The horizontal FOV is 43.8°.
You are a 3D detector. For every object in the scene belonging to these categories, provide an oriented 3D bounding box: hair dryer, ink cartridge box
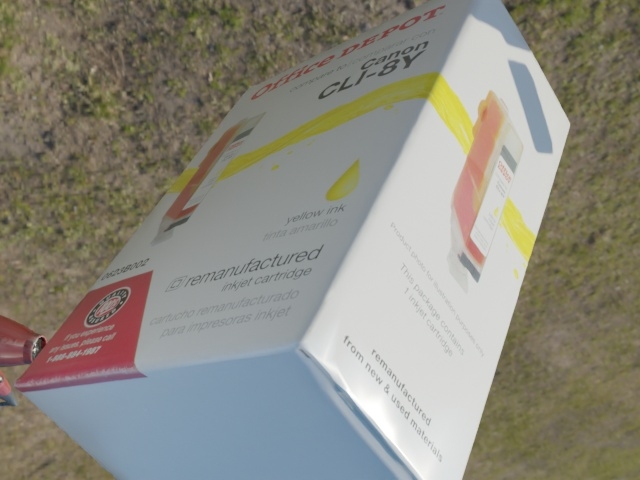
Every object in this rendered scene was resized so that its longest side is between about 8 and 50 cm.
[{"bbox_3d":[-0.449,0.143,1.035,0.293,0.080,0.223,-15,144,43],"label":"hair dryer"},{"bbox_3d":[0.000,0.000,0.610,0.279,0.385,0.160,-15,123,40],"label":"ink cartridge box"}]
